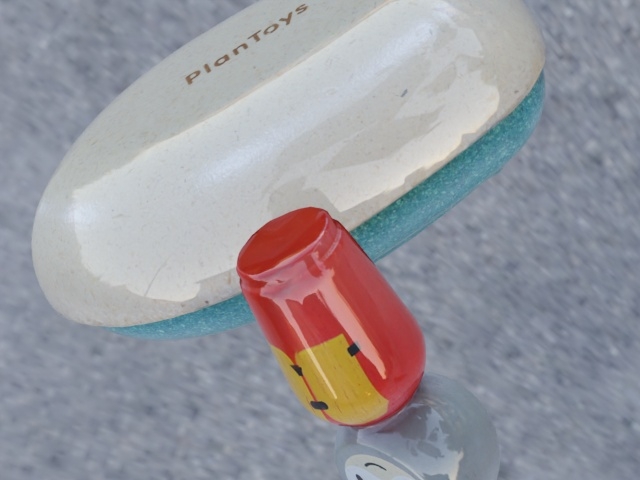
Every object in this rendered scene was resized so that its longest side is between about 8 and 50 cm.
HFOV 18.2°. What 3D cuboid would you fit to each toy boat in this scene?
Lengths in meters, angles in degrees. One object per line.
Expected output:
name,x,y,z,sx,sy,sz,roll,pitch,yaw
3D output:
toy boat,0.000,0.000,0.899,0.267,0.148,0.318,-29,28,7
